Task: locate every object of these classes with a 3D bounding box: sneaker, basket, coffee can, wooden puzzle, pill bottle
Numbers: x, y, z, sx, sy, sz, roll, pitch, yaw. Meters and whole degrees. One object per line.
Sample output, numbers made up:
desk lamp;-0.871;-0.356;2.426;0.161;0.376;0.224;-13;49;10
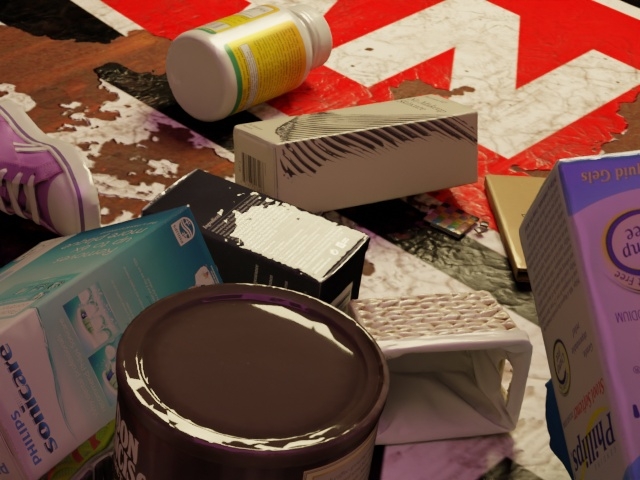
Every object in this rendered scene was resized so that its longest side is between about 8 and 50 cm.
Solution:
sneaker;-0.355;-0.058;1.744;0.161;0.102;0.282;-19;31;-30
basket;0.106;0.120;1.560;0.167;0.113;0.103;-3;31;-16
coffee can;-0.064;0.202;1.247;0.201;0.275;0.201;6;33;-4
wooden puzzle;0.154;-0.024;1.878;0.083;0.006;0.049;26;37;24
sneaker;-0.210;0.198;1.412;0.094;0.082;0.208;10;27;17
pill bottle;-0.085;-0.234;2.040;0.117;0.118;0.208;31;40;30

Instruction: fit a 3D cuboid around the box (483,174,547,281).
box;0.289;-0.013;1.880;0.164;0.021;0.201;3;33;-9

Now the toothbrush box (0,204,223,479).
toothbrush box;-0.251;0.098;1.413;0.216;0.126;0.295;-12;18;40

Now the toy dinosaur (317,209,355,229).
toy dinosaur;0.000;0.000;1.782;0.082;0.047;0.090;-10;45;6

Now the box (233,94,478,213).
box;0.043;-0.100;1.868;0.275;0.094;0.113;-12;21;-28

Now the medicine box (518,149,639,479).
medicine box;0.331;0.076;1.329;0.263;0.149;0.289;-7;68;-9

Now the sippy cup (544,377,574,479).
sippy cup;0.338;0.147;1.489;0.224;0.240;0.305;-27;30;-27

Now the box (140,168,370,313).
box;-0.072;0.043;1.596;0.207;0.153;0.108;23;36;19
